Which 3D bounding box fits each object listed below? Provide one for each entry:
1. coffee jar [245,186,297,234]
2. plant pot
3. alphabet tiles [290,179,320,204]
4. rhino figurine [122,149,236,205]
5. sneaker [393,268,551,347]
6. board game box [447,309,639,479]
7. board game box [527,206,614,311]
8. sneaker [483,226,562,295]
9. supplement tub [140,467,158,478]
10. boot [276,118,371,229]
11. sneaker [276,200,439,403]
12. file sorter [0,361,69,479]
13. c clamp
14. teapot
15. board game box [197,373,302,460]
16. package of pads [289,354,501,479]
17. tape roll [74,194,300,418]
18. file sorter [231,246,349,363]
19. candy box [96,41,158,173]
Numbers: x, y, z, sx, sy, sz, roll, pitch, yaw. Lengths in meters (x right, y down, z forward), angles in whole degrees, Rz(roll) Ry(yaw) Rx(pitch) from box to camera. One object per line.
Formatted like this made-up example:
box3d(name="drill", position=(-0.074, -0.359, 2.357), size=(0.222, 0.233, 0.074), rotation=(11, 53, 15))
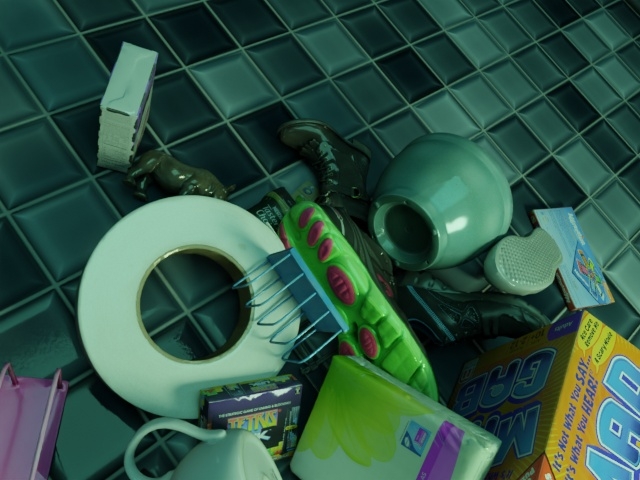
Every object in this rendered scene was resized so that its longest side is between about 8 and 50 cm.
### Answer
box3d(name="coffee jar", position=(-0.123, -0.031, 1.176), size=(0.184, 0.079, 0.096), rotation=(-37, 88, -27))
box3d(name="plant pot", position=(0.223, -0.055, 1.206), size=(0.293, 0.293, 0.196), rotation=(49, 50, 6))
box3d(name="alphabet tiles", position=(0.000, 0.000, 1.266), size=(0.237, 0.009, 0.198), rotation=(43, 56, 2))
box3d(name="rhino figurine", position=(-0.266, -0.108, 1.170), size=(0.244, 0.073, 0.106), rotation=(22, 61, -13))
box3d(name="sneaker", position=(0.302, 0.172, 1.208), size=(0.341, 0.125, 0.139), rotation=(13, 65, 18))
box3d(name="board game box", position=(0.445, 0.412, 1.033), size=(0.356, 0.356, 0.356), rotation=(36, 56, -3))
box3d(name="board game box", position=(0.658, 0.043, 1.515), size=(0.145, 0.027, 0.281), rotation=(-5, 67, -24))
box3d(name="sneaker", position=(0.425, 0.072, 1.280), size=(0.366, 0.150, 0.135), rotation=(-10, 62, -53))
box3d(name="supplement tub", position=(-0.315, 0.434, 0.848), size=(0.106, 0.106, 0.198), rotation=(45, 56, 4))
box3d(name="boot", position=(0.016, -0.143, 1.293), size=(0.263, 0.091, 0.228), rotation=(17, 56, -17))
box3d(name="sneaker", position=(0.104, 0.123, 1.121), size=(0.202, 0.185, 0.482), rotation=(-18, 79, -51))
box3d(name="file sorter", position=(-0.527, 0.264, 0.799), size=(0.291, 0.182, 0.201), rotation=(11, 61, -18))
box3d(name="c clamp", position=(0.009, 0.212, 1.155), size=(0.161, 0.022, 0.137), rotation=(-35, 77, -31))
box3d(name="teapot", position=(-0.153, 0.406, 0.825), size=(0.187, 0.252, 0.256), rotation=(-24, 48, 1))
box3d(name="board game box", position=(-0.120, 0.311, 0.976), size=(0.171, 0.048, 0.140), rotation=(-3, 108, -30))
box3d(name="package of pads", position=(0.109, 0.354, 0.941), size=(0.297, 0.229, 0.101), rotation=(26, 7, 34))
box3d(name="tape roll", position=(-0.222, 0.112, 1.014), size=(0.393, 0.072, 0.391), rotation=(6, 78, -26))
box3d(name="file sorter", position=(-0.058, 0.115, 0.993), size=(0.105, 0.118, 0.170), rotation=(-37, 99, -24))
box3d(name="candy box", position=(-0.378, -0.252, 1.121), size=(0.070, 0.196, 0.164), rotation=(15, 60, -15))
